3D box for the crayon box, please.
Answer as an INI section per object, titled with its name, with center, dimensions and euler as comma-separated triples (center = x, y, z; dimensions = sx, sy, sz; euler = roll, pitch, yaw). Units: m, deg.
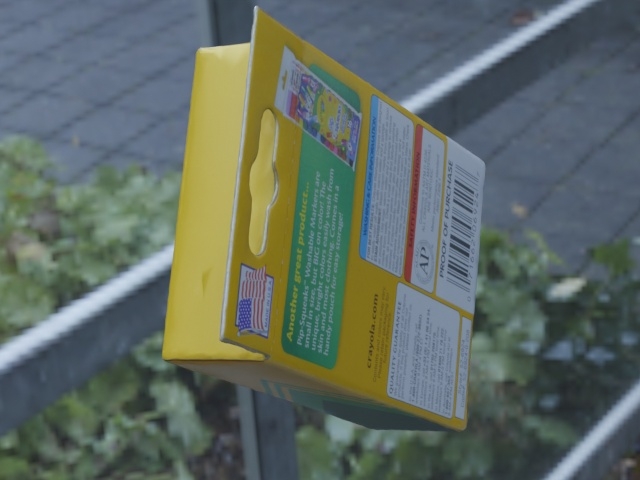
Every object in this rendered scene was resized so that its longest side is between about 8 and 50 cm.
[crayon box]
center = 0.000, 0.000, 1.101
dimensions = 0.083, 0.203, 0.323
euler = -2, -16, 29
